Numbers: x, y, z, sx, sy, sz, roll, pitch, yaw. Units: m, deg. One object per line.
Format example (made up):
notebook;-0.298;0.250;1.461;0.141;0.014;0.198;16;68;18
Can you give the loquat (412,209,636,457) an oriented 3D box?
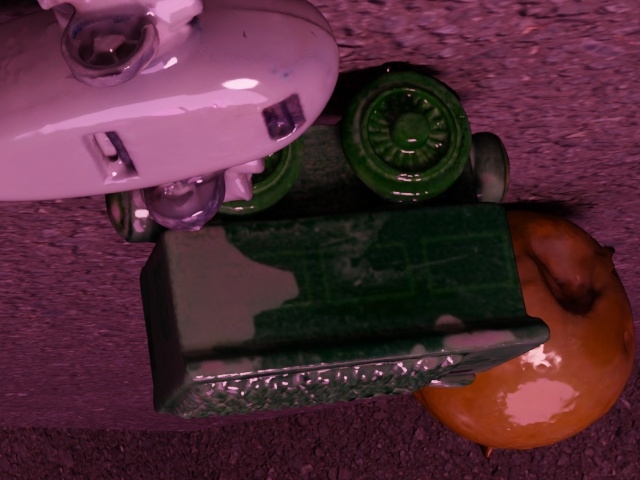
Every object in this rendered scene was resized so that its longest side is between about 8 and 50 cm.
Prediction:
loquat;0.172;0.087;1.431;0.243;0.244;0.244;-6;168;-1

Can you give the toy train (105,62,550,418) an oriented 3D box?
toy train;0.000;0.000;0.988;0.266;0.202;0.145;-6;167;-16

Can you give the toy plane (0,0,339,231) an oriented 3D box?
toy plane;-0.112;-0.082;0.773;0.244;0.117;0.245;-5;149;-3
